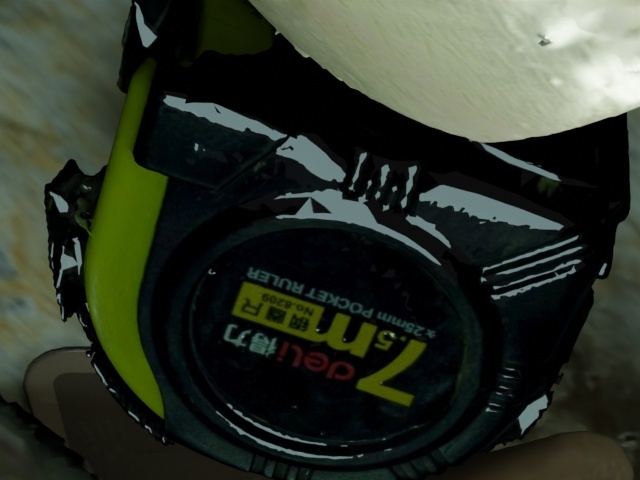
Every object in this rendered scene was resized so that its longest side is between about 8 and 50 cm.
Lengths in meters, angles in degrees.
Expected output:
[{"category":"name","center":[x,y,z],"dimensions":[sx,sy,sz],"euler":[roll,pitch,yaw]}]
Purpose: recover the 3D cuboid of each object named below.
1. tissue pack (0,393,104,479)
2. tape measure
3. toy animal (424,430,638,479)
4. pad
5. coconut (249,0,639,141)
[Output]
[{"category":"tissue pack","center":[-0.099,0.247,0.789],"dimensions":[0.245,0.123,0.332],"euler":[32,147,34]},{"category":"tape measure","center":[0.000,0.000,0.609],"dimensions":[0.199,0.112,0.186],"euler":[19,126,-4]},{"category":"toy animal","center":[0.138,0.210,0.704],"dimensions":[0.326,0.237,0.269],"euler":[20,131,-21]},{"category":"pad","center":[-0.042,0.145,0.823],"dimensions":[0.176,0.002,0.266],"euler":[0,133,7]},{"category":"coconut","center":[0.050,-0.135,0.410],"dimensions":[0.224,0.224,0.234],"euler":[-28,152,29]}]
